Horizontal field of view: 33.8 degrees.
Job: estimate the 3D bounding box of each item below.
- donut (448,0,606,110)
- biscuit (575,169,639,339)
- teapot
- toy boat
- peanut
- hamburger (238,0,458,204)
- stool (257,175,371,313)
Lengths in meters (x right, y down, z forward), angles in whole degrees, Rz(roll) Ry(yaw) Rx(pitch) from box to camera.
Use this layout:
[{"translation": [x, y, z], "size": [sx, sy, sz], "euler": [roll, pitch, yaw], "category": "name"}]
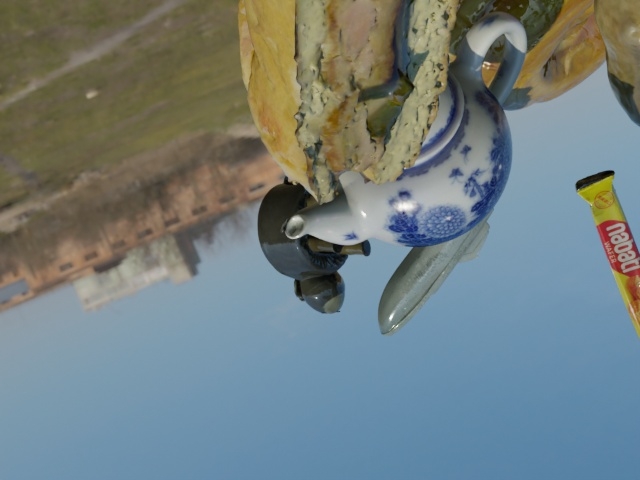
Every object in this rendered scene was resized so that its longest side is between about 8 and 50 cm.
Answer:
[{"translation": [0.385, -0.395, 1.769], "size": [0.448, 0.198, 0.449], "euler": [-31, 159, -13], "category": "donut"}, {"translation": [0.355, 0.042, 1.203], "size": [0.048, 0.292, 0.026], "euler": [-23, -152, 11], "category": "biscuit"}, {"translation": [0.119, -0.132, 1.367], "size": [0.424, 0.252, 0.280], "euler": [-45, 148, -8], "category": "teapot"}, {"translation": [0.174, 0.042, 1.615], "size": [0.260, 0.085, 0.078], "euler": [-53, -154, 4], "category": "toy boat"}, {"translation": [0.392, -0.227, 1.230], "size": [0.129, 0.224, 0.129], "euler": [-17, -145, 13], "category": "peanut"}, {"translation": [0.013, -0.147, 0.645], "size": [0.124, 0.262, 0.131], "euler": [-22, -131, -22], "category": "hamburger"}, {"translation": [0.005, -0.004, 1.671], "size": [0.139, 0.228, 0.153], "euler": [-8, -145, 38], "category": "stool"}]
